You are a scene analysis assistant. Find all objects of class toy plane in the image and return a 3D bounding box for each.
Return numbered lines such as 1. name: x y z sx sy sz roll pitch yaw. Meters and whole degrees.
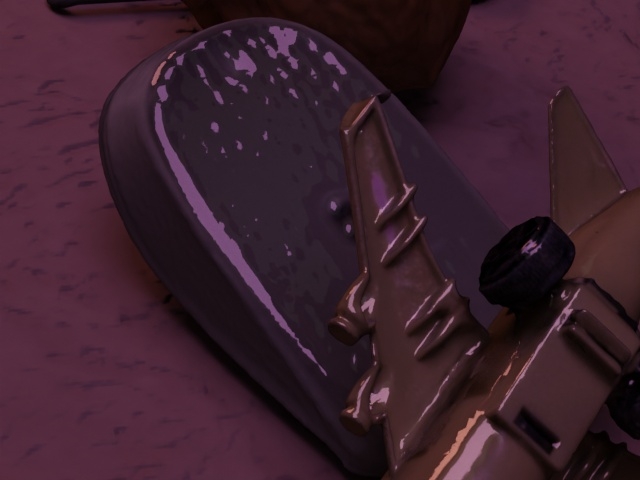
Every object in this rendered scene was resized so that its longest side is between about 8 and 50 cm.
1. toy plane: 0.072 0.059 0.618 0.229 0.092 0.244 43 55 -11

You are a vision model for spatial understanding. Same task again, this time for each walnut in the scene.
1. walnut: 0.003 -0.150 0.855 0.155 0.155 0.184 -27 71 -37

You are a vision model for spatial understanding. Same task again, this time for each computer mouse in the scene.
1. computer mouse: 0.000 0.000 0.721 0.128 0.079 0.231 -28 69 -25

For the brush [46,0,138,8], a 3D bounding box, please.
1. brush: -0.020 -0.150 0.945 0.266 0.027 0.062 -8 46 -20
